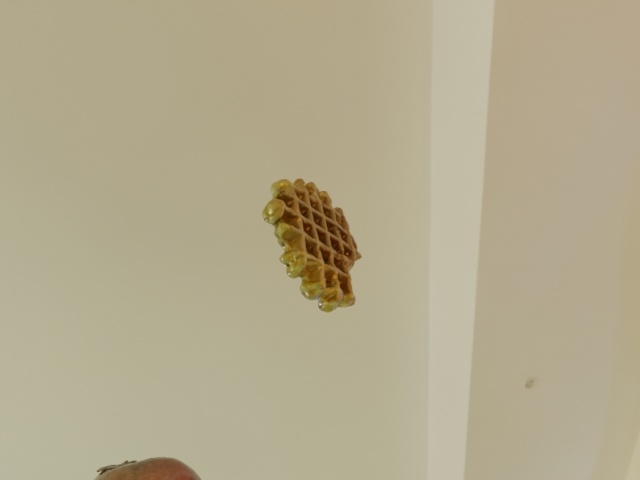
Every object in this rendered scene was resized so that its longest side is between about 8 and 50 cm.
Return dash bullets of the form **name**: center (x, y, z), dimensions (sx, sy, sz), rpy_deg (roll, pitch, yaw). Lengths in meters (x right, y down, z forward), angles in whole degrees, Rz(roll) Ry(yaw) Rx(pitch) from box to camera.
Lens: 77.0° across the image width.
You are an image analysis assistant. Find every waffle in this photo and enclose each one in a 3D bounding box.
- **waffle**: center (0.001, -0.001, 0.707), dimensions (0.056, 0.253, 0.249), rpy_deg (-32, -98, 25)

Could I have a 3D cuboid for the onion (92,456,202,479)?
- **onion**: center (-0.426, 0.691, 0.952), dimensions (0.354, 0.353, 0.353), rpy_deg (-4, -67, -9)
